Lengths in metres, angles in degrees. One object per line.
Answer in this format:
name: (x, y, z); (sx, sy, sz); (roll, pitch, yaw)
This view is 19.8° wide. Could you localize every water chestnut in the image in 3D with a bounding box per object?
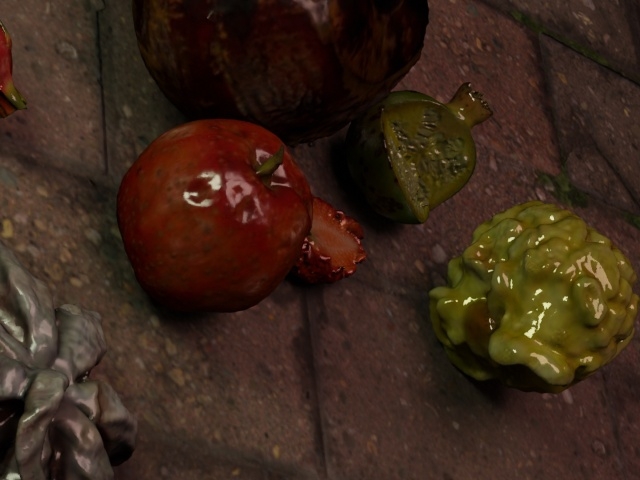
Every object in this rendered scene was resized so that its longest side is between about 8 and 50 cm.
water chestnut: (-0.059, -0.259, 1.805); (0.350, 0.302, 0.350); (-30, 125, -56)

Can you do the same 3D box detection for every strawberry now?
strawberry: (-0.002, 0.002, 1.862); (0.152, 0.048, 0.104); (19, 44, -59)

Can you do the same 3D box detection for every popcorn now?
popcorn: (0.222, 0.070, 1.942); (0.181, 0.235, 0.217); (48, 54, -34)

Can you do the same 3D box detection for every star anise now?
star anise: (-0.219, 0.131, 1.445); (0.359, 0.139, 0.316); (17, 58, -52)

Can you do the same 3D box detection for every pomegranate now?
pomegranate: (0.099, -0.104, 1.980); (0.143, 0.122, 0.169); (44, 74, -28)

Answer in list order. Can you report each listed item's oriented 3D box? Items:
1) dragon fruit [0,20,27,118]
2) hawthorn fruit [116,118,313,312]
dragon fruit: (-0.303, -0.153, 1.591); (0.116, 0.081, 0.086); (57, 26, -2)
hawthorn fruit: (-0.085, -0.031, 1.659); (0.179, 0.200, 0.179); (29, 42, -29)
